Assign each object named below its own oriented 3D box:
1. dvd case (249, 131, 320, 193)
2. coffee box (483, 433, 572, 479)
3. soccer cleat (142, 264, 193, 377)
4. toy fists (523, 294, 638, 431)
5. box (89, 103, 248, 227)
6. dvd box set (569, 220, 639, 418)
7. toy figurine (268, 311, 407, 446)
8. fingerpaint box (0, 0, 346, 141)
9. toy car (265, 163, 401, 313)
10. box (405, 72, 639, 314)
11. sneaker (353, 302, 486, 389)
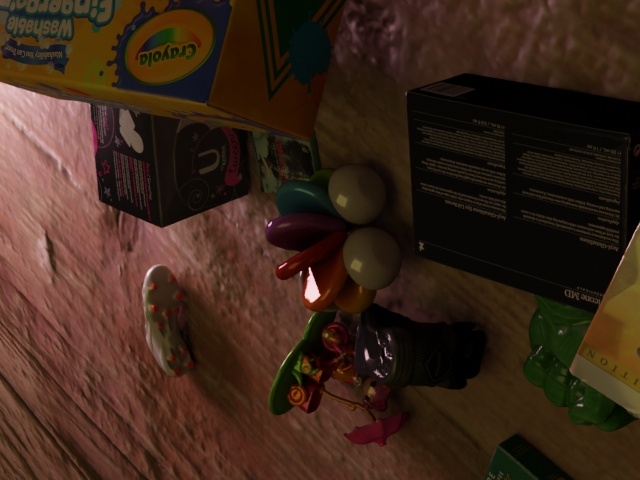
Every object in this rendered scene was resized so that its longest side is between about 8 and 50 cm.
[{"bbox_3d":[-0.044,-0.101,1.473,0.119,0.013,0.087,9,115,49],"label":"dvd case"},{"bbox_3d":[0.264,0.318,1.294,0.184,0.040,0.113,38,133,32],"label":"coffee box"},{"bbox_3d":[-0.252,0.127,1.799,0.076,0.068,0.196,18,124,48],"label":"soccer cleat"},{"bbox_3d":[0.313,0.128,1.095,0.279,0.096,0.142,12,118,46],"label":"toy fists"},{"bbox_3d":[-0.198,-0.166,1.502,0.142,0.163,0.247,23,124,39],"label":"box"},{"bbox_3d":[0.403,0.009,0.870,0.308,0.062,0.420,34,122,27],"label":"dvd box set"},{"bbox_3d":[0.042,0.187,1.465,0.159,0.130,0.173,29,105,22],"label":"toy figurine"},{"bbox_3d":[-0.175,-0.326,1.242,0.445,0.163,0.371,15,90,41],"label":"fingerpaint box"},{"bbox_3d":[0.000,0.000,1.353,0.159,0.136,0.182,-33,64,53],"label":"toy car"},{"bbox_3d":[0.214,-0.051,1.117,0.261,0.103,0.184,19,121,43],"label":"box"},{"bbox_3d":[0.112,0.128,1.345,0.227,0.130,0.087,-167,85,-77],"label":"sneaker"}]
